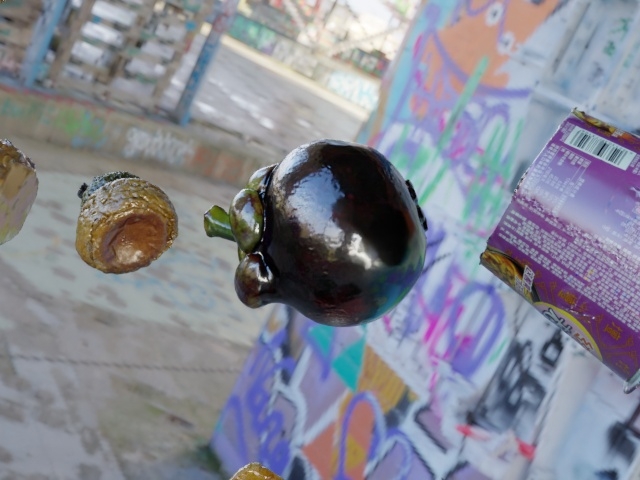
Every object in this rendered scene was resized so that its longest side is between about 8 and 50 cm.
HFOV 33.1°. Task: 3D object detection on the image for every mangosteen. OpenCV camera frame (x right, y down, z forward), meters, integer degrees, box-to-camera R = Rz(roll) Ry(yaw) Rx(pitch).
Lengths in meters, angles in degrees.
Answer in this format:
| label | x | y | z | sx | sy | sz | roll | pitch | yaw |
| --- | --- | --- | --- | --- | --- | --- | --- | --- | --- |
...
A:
| label | x | y | z | sx | sy | sz | roll | pitch | yaw |
| --- | --- | --- | --- | --- | --- | --- | --- | --- | --- |
| mangosteen | 0.011 | 0.001 | 1.629 | 0.297 | 0.313 | 0.297 | 44 | -25 | 27 |

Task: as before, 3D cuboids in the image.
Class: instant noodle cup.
| label | x | y | z | sx | sy | sz | roll | pitch | yaw |
| --- | --- | --- | --- | --- | --- | --- | --- | --- | --- |
| instant noodle cup | 0.385 | 0.000 | 1.440 | 0.266 | 0.340 | 0.340 | 32 | 13 | 13 |

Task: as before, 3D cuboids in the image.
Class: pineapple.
| label | x | y | z | sx | sy | sz | roll | pitch | yaw |
| --- | --- | --- | --- | --- | --- | --- | --- | --- | --- |
| pineapple | -0.509 | -0.107 | 1.359 | 0.310 | 0.141 | 0.170 | 25 | 24 | 10 |

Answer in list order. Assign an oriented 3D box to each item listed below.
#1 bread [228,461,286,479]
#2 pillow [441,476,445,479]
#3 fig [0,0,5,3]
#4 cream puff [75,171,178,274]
| label | x | y | z | sx | sy | sz | roll | pitch | yaw |
| --- | --- | --- | --- | --- | --- | --- | --- | --- | --- |
| bread | -0.096 | 0.425 | 1.555 | 0.149 | 0.158 | 0.143 | 35 | 55 | 15 |
| pillow | 0.078 | 0.461 | 1.464 | 0.075 | 0.302 | 0.185 | 37 | 21 | 0 |
| fig | -0.395 | -0.341 | 1.286 | 0.082 | 0.084 | 0.098 | -2 | -18 | 12 |
| cream puff | -0.358 | -0.051 | 1.884 | 0.183 | 0.183 | 0.169 | 14 | 30 | -44 |
